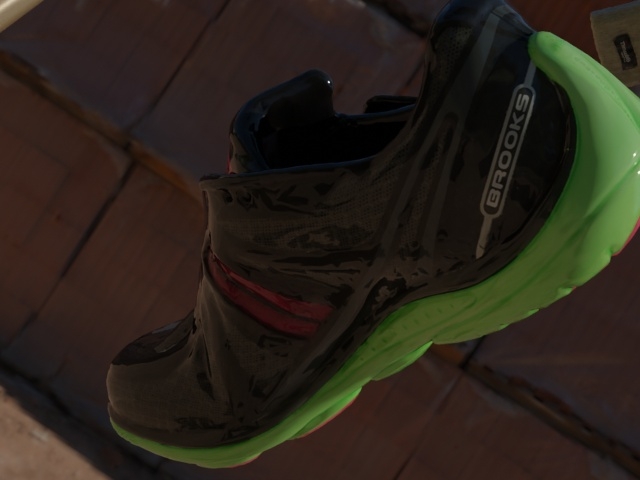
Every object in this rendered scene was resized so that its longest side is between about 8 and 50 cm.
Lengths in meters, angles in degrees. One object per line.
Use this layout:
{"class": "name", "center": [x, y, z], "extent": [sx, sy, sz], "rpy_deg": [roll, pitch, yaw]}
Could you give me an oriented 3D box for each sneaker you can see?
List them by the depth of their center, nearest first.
{"class": "sneaker", "center": [0.000, 0.000, 0.770], "extent": [0.202, 0.483, 0.185], "rpy_deg": [51, 38, -5]}

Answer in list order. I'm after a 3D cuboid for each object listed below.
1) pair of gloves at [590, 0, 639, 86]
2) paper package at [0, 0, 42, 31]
{"class": "pair of gloves", "center": [0.355, -0.123, 0.945], "extent": [0.240, 0.204, 0.042], "rpy_deg": [58, 31, -25]}
{"class": "paper package", "center": [-0.276, -0.149, 0.346], "extent": [0.168, 0.309, 0.325], "rpy_deg": [-5, -56, 47]}
